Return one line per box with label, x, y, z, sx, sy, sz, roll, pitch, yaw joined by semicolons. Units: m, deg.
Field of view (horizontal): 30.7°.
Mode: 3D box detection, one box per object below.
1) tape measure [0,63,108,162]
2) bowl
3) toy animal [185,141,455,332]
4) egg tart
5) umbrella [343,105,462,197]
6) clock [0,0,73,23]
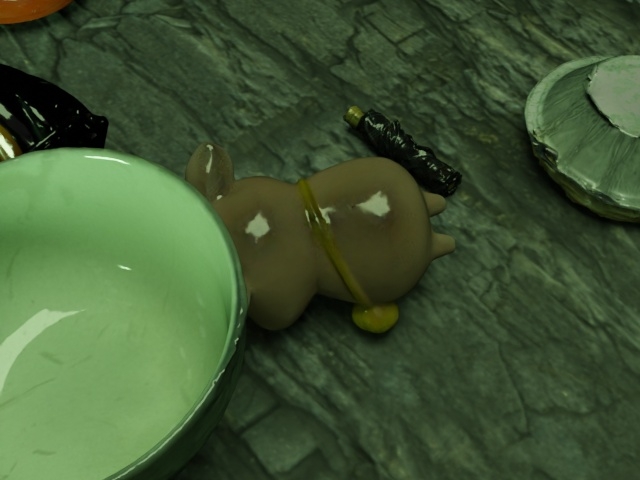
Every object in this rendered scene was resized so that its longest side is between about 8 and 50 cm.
tape measure;-0.307;-0.057;1.054;0.222;0.202;0.135;13;20;1
bowl;-0.202;0.090;0.920;0.307;0.163;0.307;-2;59;3
toy animal;0.001;0.002;1.071;0.248;0.149;0.165;-7;60;-16
egg tart;0.332;-0.125;1.229;0.234;0.094;0.234;4;51;-4
umbrella;0.085;-0.097;1.221;0.144;0.037;0.040;38;72;19
clock;-0.362;-0.328;1.358;0.205;0.051;0.205;2;53;-2
